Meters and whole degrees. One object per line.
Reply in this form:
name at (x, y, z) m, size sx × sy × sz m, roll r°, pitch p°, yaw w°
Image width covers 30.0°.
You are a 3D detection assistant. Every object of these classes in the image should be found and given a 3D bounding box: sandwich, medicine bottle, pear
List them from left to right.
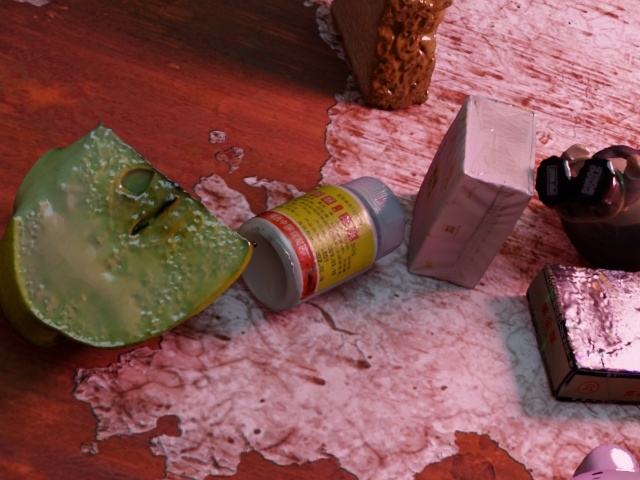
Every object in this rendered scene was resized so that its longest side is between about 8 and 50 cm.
pear at (-0.273, 0.027, 1.527) m, size 0.286 × 0.176 × 0.282 m, roll 39°, pitch 79°, yaw -6°
medicine bottle at (0.000, 0.000, 1.692) m, size 0.225 × 0.139 × 0.139 m, roll -25°, pitch 62°, yaw -36°
sandwich at (0.119, -0.418, 1.985) m, size 0.131 × 0.325 × 0.262 m, roll -7°, pitch 53°, yaw -13°

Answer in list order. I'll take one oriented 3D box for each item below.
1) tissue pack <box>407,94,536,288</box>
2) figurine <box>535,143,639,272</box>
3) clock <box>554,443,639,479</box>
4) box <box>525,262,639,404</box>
tissue pack at (0.225, -0.072, 1.784) m, size 0.124 × 0.225 × 0.185 m, roll 16°, pitch 46°, yaw -8°
figurine at (0.437, -0.082, 1.817) m, size 0.365 × 0.218 × 0.206 m, roll 34°, pitch 50°, yaw -53°
clock at (0.368, 0.418, 1.479) m, size 0.295 × 0.113 × 0.322 m, roll 40°, pitch 47°, yaw 16°
box at (0.479, 0.145, 1.785) m, size 0.310 × 0.084 × 0.198 m, roll 6°, pitch 49°, yaw -16°
